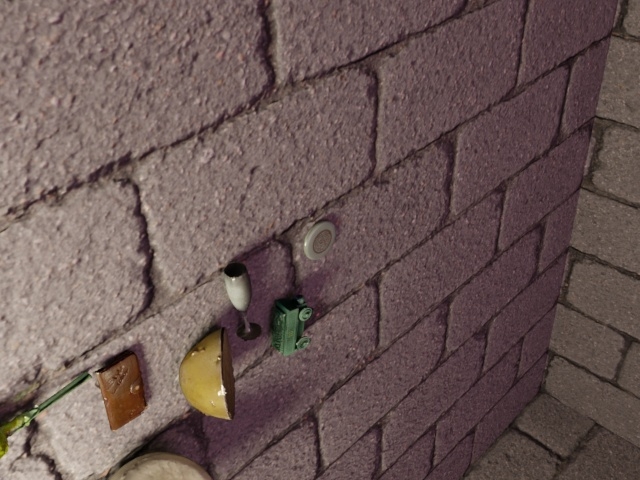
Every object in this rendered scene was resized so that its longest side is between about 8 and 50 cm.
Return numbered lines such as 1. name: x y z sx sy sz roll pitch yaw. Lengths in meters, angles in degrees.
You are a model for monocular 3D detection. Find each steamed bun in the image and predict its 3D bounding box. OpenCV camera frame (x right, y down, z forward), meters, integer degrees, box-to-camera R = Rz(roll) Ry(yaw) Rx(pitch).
1. steamed bun: -0.363 0.617 1.447 0.283 0.283 0.177 -25 167 -38

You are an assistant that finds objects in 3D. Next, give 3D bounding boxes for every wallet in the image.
1. wallet: -0.411 0.314 1.370 0.095 0.026 0.176 -30 134 -38

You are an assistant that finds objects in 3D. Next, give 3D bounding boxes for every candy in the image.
1. candy: -0.537 0.323 1.209 0.262 0.073 0.077 -37 156 -39

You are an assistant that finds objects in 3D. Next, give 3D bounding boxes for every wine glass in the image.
1. wine glass: -0.177 0.140 1.501 0.066 0.066 0.198 -34 136 -32

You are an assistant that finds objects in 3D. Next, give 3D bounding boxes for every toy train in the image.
1. toy train: -0.076 0.217 1.668 0.099 0.070 0.172 -16 125 -35

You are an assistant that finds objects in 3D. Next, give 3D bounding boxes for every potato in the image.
1. potato: -0.256 0.303 1.472 0.117 0.182 0.202 -5 118 1

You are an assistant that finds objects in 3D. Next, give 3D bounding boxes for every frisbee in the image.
1. frisbee: 0.000 0.000 1.659 0.110 0.014 0.110 -29 133 -36
